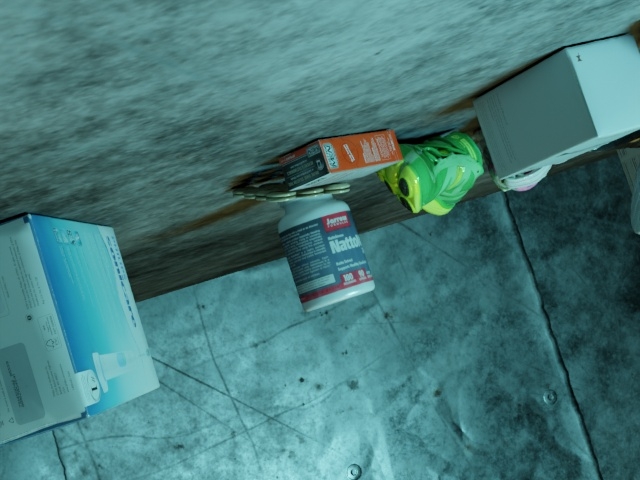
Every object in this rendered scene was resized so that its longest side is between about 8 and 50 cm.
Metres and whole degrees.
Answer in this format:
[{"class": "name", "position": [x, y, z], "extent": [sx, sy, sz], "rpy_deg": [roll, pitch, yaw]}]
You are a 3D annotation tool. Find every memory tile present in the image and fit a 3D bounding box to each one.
[{"class": "memory tile", "position": [-0.038, -0.064, 1.315], "extent": [0.113, 0.012, 0.148], "rpy_deg": [-9, -171, -25]}]

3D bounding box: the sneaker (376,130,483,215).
[{"class": "sneaker", "position": [0.153, -0.107, 1.449], "extent": [0.123, 0.109, 0.295], "rpy_deg": [-43, 168, 14]}]

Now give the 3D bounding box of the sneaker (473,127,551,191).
[{"class": "sneaker", "position": [0.288, -0.130, 1.486], "extent": [0.102, 0.111, 0.252], "rpy_deg": [-18, 176, 3]}]

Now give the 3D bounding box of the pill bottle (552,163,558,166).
[{"class": "pill bottle", "position": [0.341, -0.152, 1.623], "extent": [0.086, 0.086, 0.152], "rpy_deg": [-16, 175, -27]}]

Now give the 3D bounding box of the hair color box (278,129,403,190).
[{"class": "hair color box", "position": [0.026, -0.096, 1.243], "extent": [0.072, 0.043, 0.141], "rpy_deg": [-20, 177, 41]}]

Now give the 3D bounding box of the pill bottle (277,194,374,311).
[{"class": "pill bottle", "position": [0.000, 0.000, 1.472], "extent": [0.107, 0.180, 0.108], "rpy_deg": [-18, 176, -1]}]

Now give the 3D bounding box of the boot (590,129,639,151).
[{"class": "boot", "position": [0.549, -0.213, 1.716], "extent": [0.338, 0.118, 0.223], "rpy_deg": [-8, 180, 6]}]

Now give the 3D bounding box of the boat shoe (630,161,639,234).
[{"class": "boat shoe", "position": [0.564, -0.130, 1.545], "extent": [0.119, 0.121, 0.335], "rpy_deg": [8, 134, -7]}]

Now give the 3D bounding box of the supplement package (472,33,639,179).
[{"class": "supplement package", "position": [0.278, -0.150, 1.196], "extent": [0.105, 0.105, 0.179], "rpy_deg": [-16, 175, -28]}]

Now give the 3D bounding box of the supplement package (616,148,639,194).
[{"class": "supplement package", "position": [0.681, -0.150, 1.930], "extent": [0.204, 0.262, 0.145], "rpy_deg": [-19, 177, -2]}]

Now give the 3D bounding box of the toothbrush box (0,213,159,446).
[{"class": "toothbrush box", "position": [-0.300, 0.096, 1.179], "extent": [0.126, 0.216, 0.295], "rpy_deg": [-18, 178, 5]}]
